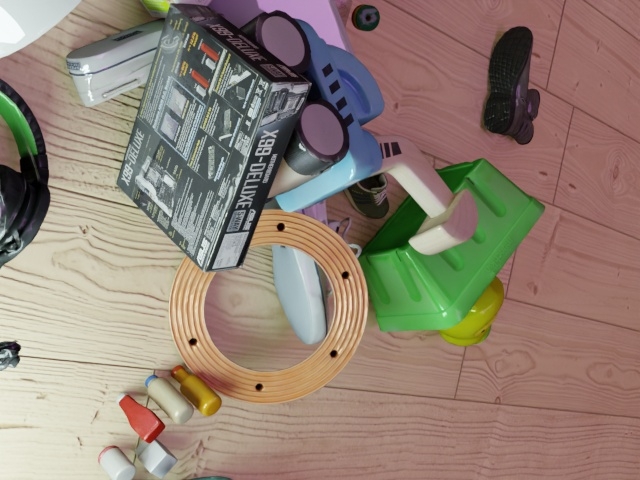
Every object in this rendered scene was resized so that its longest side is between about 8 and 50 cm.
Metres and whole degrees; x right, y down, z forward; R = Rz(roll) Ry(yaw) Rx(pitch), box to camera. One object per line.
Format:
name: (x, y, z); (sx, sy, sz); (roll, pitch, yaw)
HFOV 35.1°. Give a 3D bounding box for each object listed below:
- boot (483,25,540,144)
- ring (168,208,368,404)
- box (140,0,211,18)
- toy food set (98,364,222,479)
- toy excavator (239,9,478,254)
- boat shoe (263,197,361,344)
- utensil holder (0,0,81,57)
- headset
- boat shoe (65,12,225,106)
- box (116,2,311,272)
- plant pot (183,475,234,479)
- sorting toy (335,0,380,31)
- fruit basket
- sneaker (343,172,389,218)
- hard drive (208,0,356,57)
boot: (0.441, -0.343, 2.252); (0.161, 0.083, 0.246); (4, 101, -54)
ring: (-0.086, 0.112, 1.692); (0.336, 0.032, 0.336); (-2, 101, -10)
box: (-0.241, -0.431, 1.471); (0.103, 0.114, 0.203); (-52, 131, -17)
toy food set: (-0.281, 0.301, 1.617); (0.232, 0.104, 0.111); (-49, 145, -6)
toy excavator: (0.048, -0.157, 1.635); (0.445, 0.222, 0.433); (-18, 84, -45)
boat shoe: (-0.004, -0.003, 1.789); (0.156, 0.136, 0.367); (-18, 105, -25)
utensil holder: (-0.444, -0.434, 1.115); (0.385, 0.327, 0.327); (46, 65, -44)
headset: (-0.448, -0.032, 1.286); (0.243, 0.185, 0.394); (0, 87, -46)
boat shoe: (-0.250, -0.272, 1.514); (0.267, 0.096, 0.088); (-31, 123, -37)
box: (-0.164, -0.146, 1.443); (0.076, 0.242, 0.307); (-8, 129, -45)
plant pot: (-0.198, 0.527, 1.618); (0.271, 0.271, 0.255); (-15, 95, -44)
sorting toy: (-0.036, -0.370, 1.735); (0.274, 0.046, 0.132); (10, 101, -29)
fruit basket: (0.285, 0.072, 2.045); (0.392, 0.283, 0.392); (5, 81, -34)
sneaker: (0.094, -0.099, 1.914); (0.192, 0.086, 0.064); (47, 64, -41)
hard drive: (-0.060, -0.338, 1.680); (0.203, 0.040, 0.307); (-30, 120, -11)
